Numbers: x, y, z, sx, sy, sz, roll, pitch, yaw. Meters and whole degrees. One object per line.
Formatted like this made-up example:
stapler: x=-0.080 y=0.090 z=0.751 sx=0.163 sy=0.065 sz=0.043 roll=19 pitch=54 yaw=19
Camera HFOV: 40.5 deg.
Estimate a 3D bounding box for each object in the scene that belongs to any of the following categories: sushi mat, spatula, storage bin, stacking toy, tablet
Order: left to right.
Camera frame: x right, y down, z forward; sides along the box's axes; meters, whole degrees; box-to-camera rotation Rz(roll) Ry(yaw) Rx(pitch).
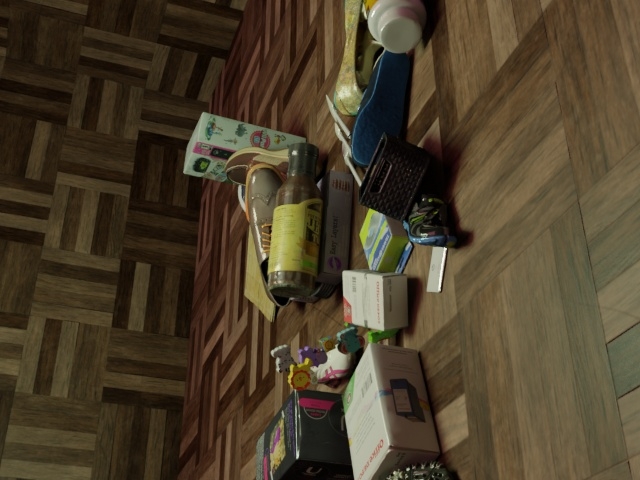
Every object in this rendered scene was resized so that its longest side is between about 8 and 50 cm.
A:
sushi mat: x=-0.157 y=0.066 z=2.388 sx=0.151 sy=0.019 sz=0.316 roll=43 pitch=138 yaw=40
stacking toy: x=0.023 y=0.205 z=1.626 sx=0.052 sy=0.221 sz=0.167 roll=70 pitch=166 yaw=-9
spatula: x=0.059 y=-0.212 z=1.905 sx=0.242 sy=0.019 sz=0.168 roll=-114 pitch=8 yaw=-62
storage bin: x=0.129 y=-0.115 z=1.546 sx=0.180 sy=0.084 sz=0.122 roll=-74 pitch=7 yaw=-78
tablet: x=0.195 y=0.046 z=1.461 sx=0.054 sy=0.006 sz=0.083 roll=174 pitch=106 yaw=-73

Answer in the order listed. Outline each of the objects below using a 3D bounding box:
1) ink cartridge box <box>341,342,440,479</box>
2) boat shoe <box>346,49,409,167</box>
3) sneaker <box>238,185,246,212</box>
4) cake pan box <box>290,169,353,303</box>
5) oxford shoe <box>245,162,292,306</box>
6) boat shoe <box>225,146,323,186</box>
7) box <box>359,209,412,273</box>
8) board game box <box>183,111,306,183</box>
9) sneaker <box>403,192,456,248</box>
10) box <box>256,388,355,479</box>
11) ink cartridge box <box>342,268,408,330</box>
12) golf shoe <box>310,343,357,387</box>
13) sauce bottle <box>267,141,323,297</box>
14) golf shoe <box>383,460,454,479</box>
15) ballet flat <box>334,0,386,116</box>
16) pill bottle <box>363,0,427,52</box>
ink cartridge box: x=0.110 y=0.301 z=1.436 sx=0.212 sy=0.093 sz=0.154 roll=-96 pitch=23 yaw=-48
boat shoe: x=0.126 y=-0.258 z=1.756 sx=0.089 sy=0.109 sz=0.258 roll=135 pitch=159 yaw=-74
sneaker: x=-0.136 y=-0.101 z=2.405 sx=0.282 sy=0.099 sz=0.153 roll=62 pitch=145 yaw=30
cake pan box: x=0.000 y=0.000 z=2.031 sx=0.246 sy=0.070 sz=0.266 roll=131 pitch=146 yaw=-63
oxford shoe: x=-0.109 y=-0.010 z=2.154 sx=0.132 sy=0.130 sz=0.363 roll=-101 pitch=-1 yaw=-75
boat shoe: x=-0.146 y=-0.165 z=2.296 sx=0.342 sy=0.123 sz=0.123 roll=4 pitch=57 yaw=42
box: x=0.123 y=-0.001 z=1.667 sx=0.178 sy=0.042 sz=0.109 roll=-103 pitch=28 yaw=-55
board game box: x=-0.219 y=-0.243 z=2.483 sx=0.224 sy=0.303 sz=0.097 roll=135 pitch=143 yaw=-64
sneaker: x=0.181 y=-0.036 z=1.446 sx=0.188 sy=0.067 sz=0.078 roll=-112 pitch=33 yaw=-71
box: x=-0.012 y=0.404 z=1.646 sx=0.270 sy=0.165 sz=0.143 roll=122 pitch=153 yaw=-50
ink cartridge box: x=0.099 y=0.106 z=1.577 sx=0.135 sy=0.056 sz=0.099 roll=6 pitch=98 yaw=60
golf shoe: x=0.016 y=0.255 z=1.790 sx=0.186 sy=0.086 sz=0.067 roll=127 pitch=151 yaw=-54
sauce bottle: x=-0.051 y=-0.050 z=1.923 sx=0.111 sy=0.111 sz=0.344 roll=143 pitch=134 yaw=-66
golf shoe: x=0.120 y=0.443 z=1.324 sx=0.273 sy=0.120 sz=0.105 roll=-47 pitch=22 yaw=20
ballet flat: x=0.111 y=-0.439 z=1.885 sx=0.123 sy=0.123 sz=0.348 roll=169 pitch=111 yaw=-72
pill bottle: x=0.147 y=-0.471 z=1.741 sx=0.215 sy=0.117 sz=0.117 roll=-96 pitch=23 yaw=-43
